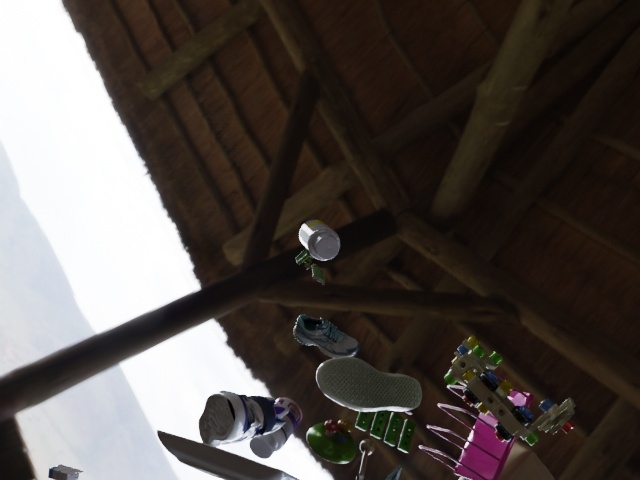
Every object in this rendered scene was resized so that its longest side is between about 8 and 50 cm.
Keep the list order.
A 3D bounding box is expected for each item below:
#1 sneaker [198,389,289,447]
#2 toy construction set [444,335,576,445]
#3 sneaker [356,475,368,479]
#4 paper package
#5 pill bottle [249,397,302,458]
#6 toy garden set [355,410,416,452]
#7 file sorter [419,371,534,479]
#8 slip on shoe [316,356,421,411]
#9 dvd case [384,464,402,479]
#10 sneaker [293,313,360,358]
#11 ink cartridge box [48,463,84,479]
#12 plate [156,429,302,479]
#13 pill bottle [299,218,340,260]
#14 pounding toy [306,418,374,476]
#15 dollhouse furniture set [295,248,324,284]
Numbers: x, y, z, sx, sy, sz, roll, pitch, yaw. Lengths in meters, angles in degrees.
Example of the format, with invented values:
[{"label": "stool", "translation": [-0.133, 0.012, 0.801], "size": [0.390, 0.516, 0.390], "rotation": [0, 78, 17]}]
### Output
[{"label": "sneaker", "translation": [-0.182, 0.457, 1.669], "size": [0.323, 0.236, 0.130], "rotation": [-52, -126, 52]}, {"label": "toy construction set", "translation": [0.436, 0.368, 1.481], "size": [0.327, 0.151, 0.215], "rotation": [32, 8, 26]}, {"label": "sneaker", "translation": [0.202, 0.857, 1.877], "size": [0.124, 0.178, 0.296], "rotation": [74, 7, -70]}, {"label": "paper package", "translation": [0.648, 0.887, 2.170], "size": [0.309, 0.325, 0.168], "rotation": [51, -13, -25]}, {"label": "pill bottle", "translation": [-0.143, 0.590, 1.953], "size": [0.108, 0.193, 0.108], "rotation": [10, -65, 21]}, {"label": "toy garden set", "translation": [0.242, 0.625, 2.262], "size": [0.244, 0.204, 0.049], "rotation": [33, -29, -22]}, {"label": "file sorter", "translation": [0.450, 0.538, 1.847], "size": [0.182, 0.291, 0.202], "rotation": [34, -18, -10]}, {"label": "slip on shoe", "translation": [0.113, 0.368, 1.560], "size": [0.101, 0.331, 0.123], "rotation": [-16, -118, 47]}, {"label": "dvd case", "translation": [0.222, 0.786, 1.992], "size": [0.013, 0.087, 0.120], "rotation": [29, -56, 31]}, {"label": "sneaker", "translation": [0.023, 0.378, 2.480], "size": [0.282, 0.110, 0.122], "rotation": [16, -51, 14]}, {"label": "ink cartridge box", "translation": [-0.702, 0.646, 1.719], "size": [0.083, 0.048, 0.028], "rotation": [7, -92, 21]}, {"label": "plate", "translation": [-0.147, 0.447, 1.192], "size": [0.277, 0.045, 0.277], "rotation": [9, -26, 26]}, {"label": "pill bottle", "translation": [0.000, 0.000, 2.207], "size": [0.215, 0.117, 0.117], "rotation": [-133, -156, -71]}, {"label": "pounding toy", "translation": [0.078, 0.680, 2.156], "size": [0.236, 0.183, 0.110], "rotation": [24, -73, 10]}, {"label": "dollhouse furniture set", "translation": [-0.021, 0.093, 2.334], "size": [0.151, 0.058, 0.076], "rotation": [38, 23, -31]}]
